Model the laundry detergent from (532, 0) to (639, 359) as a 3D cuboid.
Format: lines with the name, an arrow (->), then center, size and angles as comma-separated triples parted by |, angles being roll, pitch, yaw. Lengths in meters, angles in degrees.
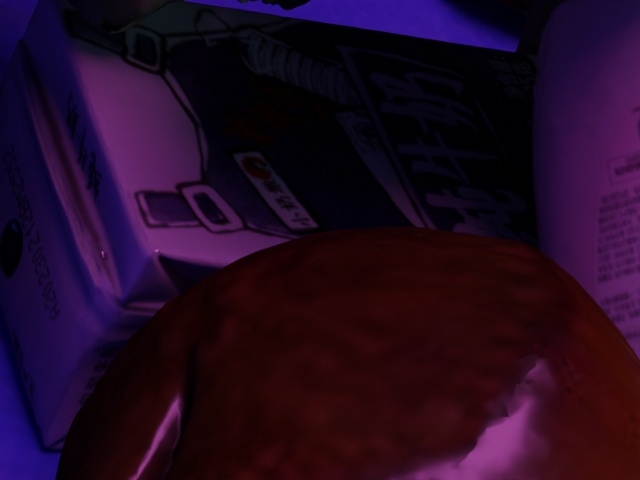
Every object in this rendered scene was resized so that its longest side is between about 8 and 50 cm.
laundry detergent -> 0.159, 0.077, 0.586 | 0.088, 0.159, 0.335 | 39, 41, -73

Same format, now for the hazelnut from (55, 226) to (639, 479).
hazelnut -> 0.014, 0.085, 0.511 | 0.178, 0.204, 0.178 | 2, 87, -32

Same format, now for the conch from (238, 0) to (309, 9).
conch -> 0.096, -0.186, 0.645 | 0.352, 0.297, 0.210 | -11, 82, -43

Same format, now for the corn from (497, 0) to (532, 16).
corn -> 0.194, -0.135, 0.998 | 0.290, 0.098, 0.098 | 15, 37, -23

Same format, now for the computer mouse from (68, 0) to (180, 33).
computer mouse -> -0.145, -0.263, 0.645 | 0.228, 0.145, 0.428 | 13, 59, -59

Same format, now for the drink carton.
drink carton -> -0.001, -0.001, 0.677 | 0.222, 0.102, 0.134 | 5, 45, -31

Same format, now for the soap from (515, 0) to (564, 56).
soap -> 0.258, 0.010, 0.819 | 0.335, 0.156, 0.293 | 0, 45, -35
